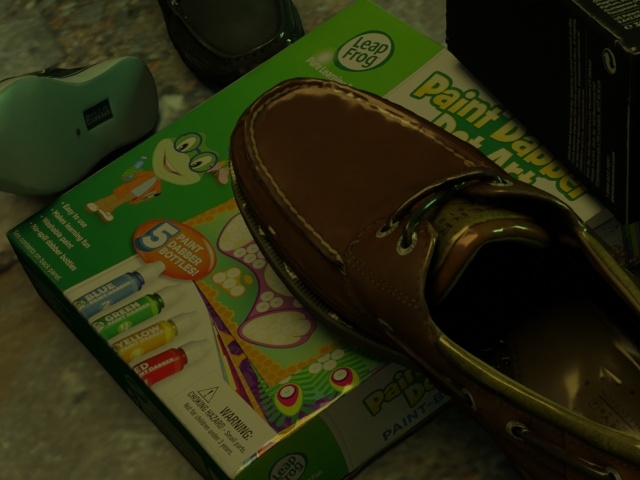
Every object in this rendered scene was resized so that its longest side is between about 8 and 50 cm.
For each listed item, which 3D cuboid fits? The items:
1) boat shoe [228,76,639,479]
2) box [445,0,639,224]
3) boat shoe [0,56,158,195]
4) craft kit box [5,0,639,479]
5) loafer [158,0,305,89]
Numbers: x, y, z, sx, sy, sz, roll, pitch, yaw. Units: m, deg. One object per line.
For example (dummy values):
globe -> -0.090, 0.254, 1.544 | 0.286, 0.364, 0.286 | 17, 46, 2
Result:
boat shoe -> 0.071, 0.012, 0.767 | 0.111, 0.104, 0.307 | -41, 61, -16
box -> 0.215, -0.128, 0.887 | 0.261, 0.103, 0.184 | -18, 41, -16
boat shoe -> -0.167, -0.060, 1.018 | 0.083, 0.065, 0.183 | -9, 9, 25
craft kit box -> 0.000, 0.000, 0.921 | 0.247, 0.061, 0.250 | -33, 42, -17
loafer -> -0.071, -0.165, 1.112 | 0.076, 0.078, 0.223 | -27, 40, -4
